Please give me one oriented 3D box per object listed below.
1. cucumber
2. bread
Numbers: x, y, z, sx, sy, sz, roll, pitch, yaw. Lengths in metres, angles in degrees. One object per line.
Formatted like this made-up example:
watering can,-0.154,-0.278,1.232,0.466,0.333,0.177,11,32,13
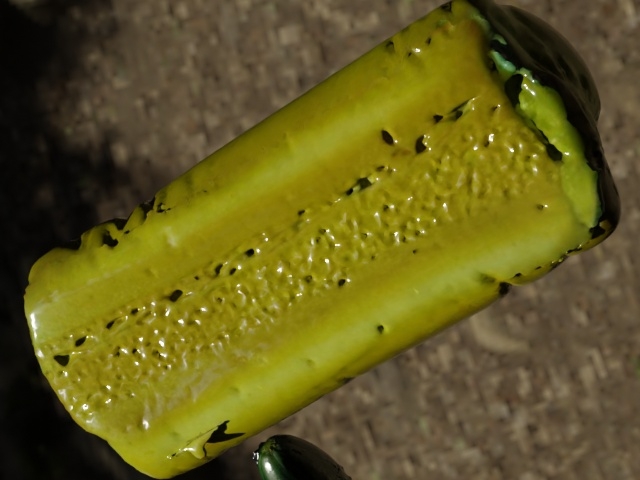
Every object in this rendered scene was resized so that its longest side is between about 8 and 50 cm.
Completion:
cucumber,0.023,0.244,1.605,0.227,0.069,0.069,47,167,-27
bread,0.000,0.000,1.118,0.166,0.383,0.112,56,-161,-8
